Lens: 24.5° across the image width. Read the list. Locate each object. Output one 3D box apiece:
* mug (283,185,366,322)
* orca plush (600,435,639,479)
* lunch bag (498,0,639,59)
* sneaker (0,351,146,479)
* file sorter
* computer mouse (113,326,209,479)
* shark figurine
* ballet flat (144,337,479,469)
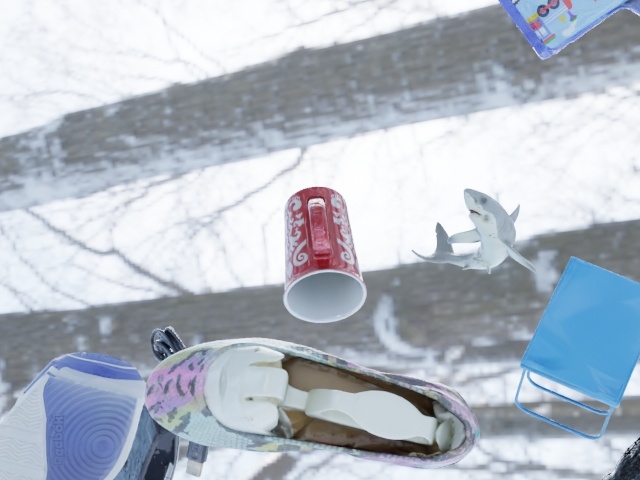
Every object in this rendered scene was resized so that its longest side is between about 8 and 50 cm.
[{"bbox_3d":[0.008,0.004,2.049,0.113,0.150,0.169,14,-136,-21],"label":"mug"},{"bbox_3d":[0.393,0.200,1.483,0.151,0.287,0.102,-100,-13,-57],"label":"orca plush"},{"bbox_3d":[0.253,-0.350,1.543,0.293,0.221,0.138,54,-163,2],"label":"lunch bag"},{"bbox_3d":[-0.278,0.229,1.490,0.128,0.315,0.182,20,-158,-11],"label":"sneaker"},{"bbox_3d":[0.312,0.130,1.727,0.170,0.118,0.104,-58,-17,-35],"label":"file sorter"},{"bbox_3d":[-0.175,0.249,1.737,0.060,0.184,0.262,12,-76,-34],"label":"computer mouse"},{"bbox_3d":[0.265,-0.012,2.307,0.166,0.278,0.116,33,-112,-1],"label":"shark figurine"},{"bbox_3d":[-0.004,0.104,0.952,0.079,0.222,0.076,105,175,-78],"label":"ballet flat"}]
